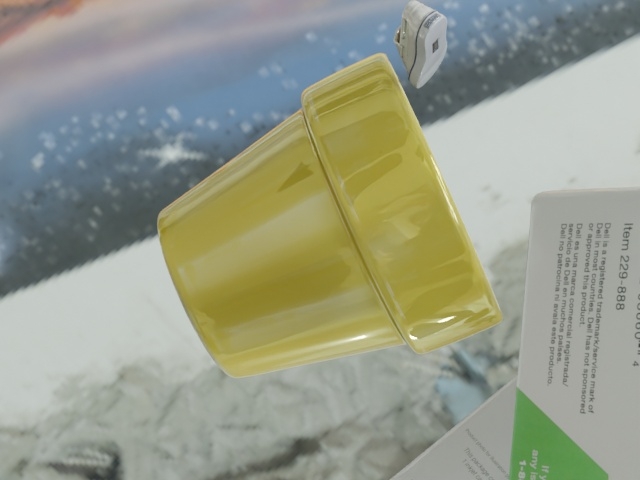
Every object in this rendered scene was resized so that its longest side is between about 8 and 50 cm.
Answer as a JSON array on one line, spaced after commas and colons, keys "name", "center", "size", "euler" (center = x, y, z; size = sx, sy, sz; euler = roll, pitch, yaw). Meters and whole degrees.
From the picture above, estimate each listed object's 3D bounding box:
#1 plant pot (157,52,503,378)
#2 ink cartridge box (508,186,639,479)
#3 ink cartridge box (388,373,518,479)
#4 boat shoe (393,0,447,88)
[{"name": "plant pot", "center": [0.000, 0.000, 1.243], "size": [0.239, 0.254, 0.254], "euler": [-24, -145, 5]}, {"name": "ink cartridge box", "center": [0.234, 0.084, 0.649], "size": [0.289, 0.122, 0.211], "euler": [0, -98, 48]}, {"name": "ink cartridge box", "center": [0.176, 0.144, 0.910], "size": [0.219, 0.160, 0.092], "euler": [-39, -133, -5]}, {"name": "boat shoe", "center": [0.074, -0.153, 1.110], "size": [0.035, 0.100, 0.035], "euler": [40, -103, 15]}]
